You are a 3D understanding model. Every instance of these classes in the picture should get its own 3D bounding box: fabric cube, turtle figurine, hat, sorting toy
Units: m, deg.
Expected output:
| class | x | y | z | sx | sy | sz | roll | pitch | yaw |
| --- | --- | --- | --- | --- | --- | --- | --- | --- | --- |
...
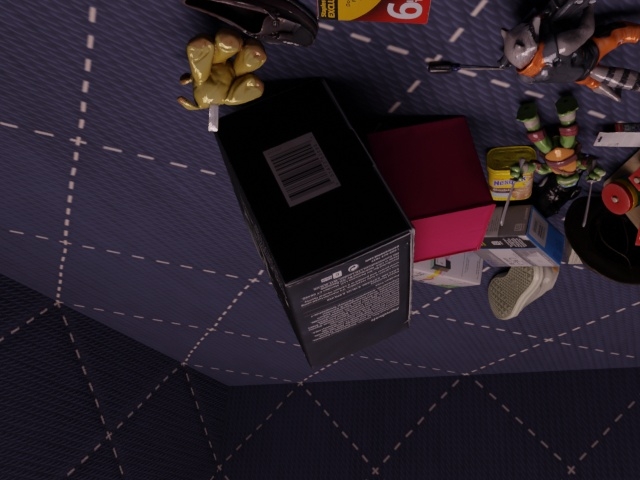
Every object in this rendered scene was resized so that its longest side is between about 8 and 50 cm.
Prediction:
| class | x | y | z | sx | sy | sz | roll | pitch | yaw |
| --- | --- | --- | --- | --- | --- | --- | --- | --- | --- |
| fabric cube | 0.261 | -0.115 | 1.716 | 0.254 | 0.258 | 0.259 | -12 | 154 | -3 |
| turtle figurine | 0.553 | -0.183 | 1.619 | 0.198 | 0.274 | 0.266 | 29 | 155 | 50 |
| hat | 0.818 | 0.023 | 1.905 | 0.331 | 0.331 | 0.134 | 6 | 143 | -3 |
| sorting toy | 0.842 | -0.095 | 1.726 | 0.089 | 0.257 | 0.255 | -26 | 162 | -21 |

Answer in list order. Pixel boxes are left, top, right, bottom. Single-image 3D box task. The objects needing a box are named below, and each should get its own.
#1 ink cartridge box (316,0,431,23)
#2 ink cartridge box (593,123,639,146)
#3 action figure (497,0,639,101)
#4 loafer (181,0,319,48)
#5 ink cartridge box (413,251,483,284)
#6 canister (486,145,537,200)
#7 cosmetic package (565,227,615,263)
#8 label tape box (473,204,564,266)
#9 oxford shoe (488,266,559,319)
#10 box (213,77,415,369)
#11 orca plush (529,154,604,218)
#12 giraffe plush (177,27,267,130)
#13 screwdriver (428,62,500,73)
| class | x | y | z | sx | sy | sz | roll | pitch | yaw |
| --- | --- | --- | --- | --- | --- | --- | --- | --- | --- |
| ink cartridge box | 0.059 | -0.516 | 1.130 | 0.272 | 0.130 | 0.309 | 3 | 154 | 4 |
| ink cartridge box | 0.731 | -0.257 | 1.674 | 0.115 | 0.029 | 0.063 | 2 | 154 | 7 |
| action figure | 0.507 | -0.379 | 1.303 | 0.330 | 0.178 | 0.341 | 0 | 158 | -14 |
| loafer | -0.141 | -0.441 | 1.349 | 0.302 | 0.095 | 0.109 | 20 | 150 | -29 |
| ink cartridge box | 0.359 | 0.070 | 2.252 | 0.278 | 0.117 | 0.201 | 13 | 169 | -18 |
| canister | 0.507 | -0.175 | 1.829 | 0.126 | 0.073 | 0.170 | -2 | 155 | 13 |
| cosmetic package | 0.907 | -0.010 | 2.061 | 0.309 | 0.113 | 0.160 | -2 | 154 | 11 |
| label tape box | 0.516 | -0.008 | 2.045 | 0.333 | 0.106 | 0.240 | -2 | 157 | 43 |
| oxford shoe | 0.708 | 0.161 | 2.408 | 0.130 | 0.169 | 0.449 | -11 | 156 | -14 |
| box | -0.008 | -0.027 | 1.638 | 0.297 | 0.480 | 0.472 | -24 | 149 | -6 |
| orca plush | 0.667 | -0.118 | 1.884 | 0.151 | 0.102 | 0.287 | 15 | 152 | -21 |
| giraffe plush | -0.222 | -0.361 | 1.470 | 0.181 | 0.170 | 0.210 | 15 | 114 | -25 |
| screwdriver | 0.320 | -0.380 | 1.506 | 0.170 | 0.025 | 0.024 | -4 | 154 | -2 |
